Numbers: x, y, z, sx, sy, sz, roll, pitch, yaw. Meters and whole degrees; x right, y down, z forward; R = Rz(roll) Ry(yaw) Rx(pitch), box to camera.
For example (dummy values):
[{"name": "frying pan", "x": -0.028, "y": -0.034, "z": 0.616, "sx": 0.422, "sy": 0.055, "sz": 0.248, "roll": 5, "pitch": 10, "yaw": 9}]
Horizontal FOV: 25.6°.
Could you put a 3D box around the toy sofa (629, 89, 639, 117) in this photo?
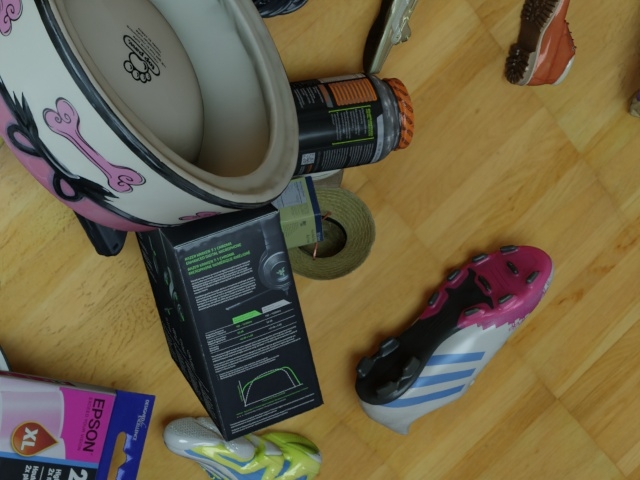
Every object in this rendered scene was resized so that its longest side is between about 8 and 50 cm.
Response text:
[{"name": "toy sofa", "x": 0.538, "y": -0.325, "z": 1.905, "sx": 0.150, "sy": 0.177, "sz": 0.362, "roll": 12, "pitch": 106, "yaw": -1}]

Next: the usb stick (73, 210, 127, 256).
[{"name": "usb stick", "x": -0.277, "y": -0.080, "z": 1.613, "sx": 0.045, "sy": 0.077, "sz": 0.278, "roll": -3, "pitch": 145, "yaw": 10}]

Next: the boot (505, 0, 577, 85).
[{"name": "boot", "x": 0.308, "y": -0.277, "z": 1.861, "sx": 0.085, "sy": 0.059, "sz": 0.158, "roll": 5, "pitch": 116, "yaw": -28}]

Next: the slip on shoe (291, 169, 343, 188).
[{"name": "slip on shoe", "x": -0.034, "y": -0.078, "z": 1.792, "sx": 0.135, "sy": 0.051, "sz": 0.041, "roll": -14, "pitch": 117, "yaw": -23}]

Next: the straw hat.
[{"name": "straw hat", "x": 0.000, "y": 0.000, "z": 1.824, "sx": 0.144, "sy": 0.144, "sz": 0.061, "roll": -29, "pitch": 157, "yaw": -11}]

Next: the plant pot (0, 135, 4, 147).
[{"name": "plant pot", "x": -0.456, "y": -0.177, "z": 1.473, "sx": 0.239, "sy": 0.254, "sz": 0.254, "roll": 29, "pitch": 97, "yaw": -46}]

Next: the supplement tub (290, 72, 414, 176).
[{"name": "supplement tub", "x": 0.012, "y": -0.145, "z": 1.746, "sx": 0.190, "sy": 0.117, "sz": 0.117, "roll": -9, "pitch": 113, "yaw": -20}]

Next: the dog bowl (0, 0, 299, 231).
[{"name": "dog bowl", "x": -0.205, "y": -0.188, "z": 1.495, "sx": 0.150, "sy": 0.408, "sz": 0.408, "roll": -28, "pitch": 124, "yaw": 27}]

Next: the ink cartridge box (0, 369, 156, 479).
[{"name": "ink cartridge box", "x": -0.360, "y": 0.246, "z": 1.656, "sx": 0.371, "sy": 0.069, "sz": 0.175, "roll": 14, "pitch": 89, "yaw": -37}]

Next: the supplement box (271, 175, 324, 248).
[{"name": "supplement box", "x": -0.043, "y": -0.031, "z": 1.760, "sx": 0.083, "sy": 0.056, "sz": 0.083, "roll": -13, "pitch": 156, "yaw": -3}]

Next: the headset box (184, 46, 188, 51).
[{"name": "headset box", "x": -0.133, "y": -0.214, "z": 1.705, "sx": 0.083, "sy": 0.032, "sz": 0.062, "roll": -15, "pitch": 114, "yaw": -17}]

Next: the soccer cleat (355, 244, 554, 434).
[{"name": "soccer cleat", "x": 0.192, "y": 0.138, "z": 1.952, "sx": 0.331, "sy": 0.116, "sz": 0.143, "roll": -38, "pitch": 136, "yaw": -3}]

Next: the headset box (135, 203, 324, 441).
[{"name": "headset box", "x": -0.123, "y": 0.052, "z": 1.691, "sx": 0.131, "sy": 0.246, "sz": 0.283, "roll": -20, "pitch": 115, "yaw": -15}]

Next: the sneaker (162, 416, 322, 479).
[{"name": "sneaker", "x": -0.114, "y": 0.315, "z": 1.887, "sx": 0.240, "sy": 0.091, "sz": 0.126, "roll": 15, "pitch": 104, "yaw": -28}]

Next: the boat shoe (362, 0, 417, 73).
[{"name": "boat shoe", "x": 0.094, "y": -0.269, "z": 1.771, "sx": 0.045, "sy": 0.050, "sz": 0.135, "roll": 16, "pitch": 103, "yaw": -22}]

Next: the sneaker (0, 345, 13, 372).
[{"name": "sneaker", "x": -0.436, "y": 0.279, "z": 1.711, "sx": 0.178, "sy": 0.124, "sz": 0.295, "roll": -20, "pitch": 109, "yaw": -21}]

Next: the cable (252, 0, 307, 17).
[{"name": "cable", "x": -0.059, "y": -0.344, "z": 1.685, "sx": 0.150, "sy": 0.047, "sz": 0.184, "roll": 33, "pitch": 92, "yaw": -35}]
